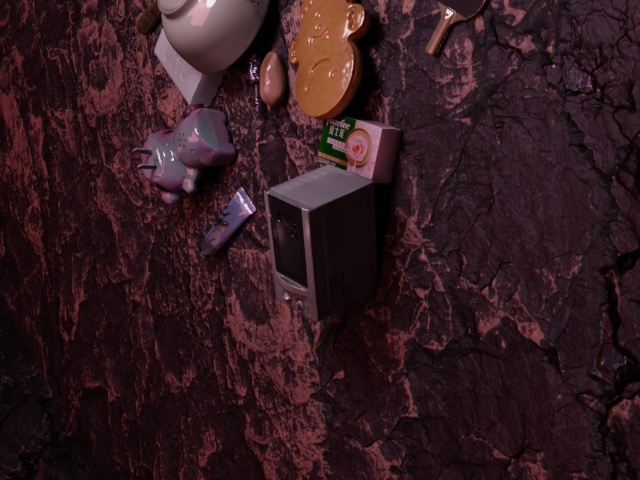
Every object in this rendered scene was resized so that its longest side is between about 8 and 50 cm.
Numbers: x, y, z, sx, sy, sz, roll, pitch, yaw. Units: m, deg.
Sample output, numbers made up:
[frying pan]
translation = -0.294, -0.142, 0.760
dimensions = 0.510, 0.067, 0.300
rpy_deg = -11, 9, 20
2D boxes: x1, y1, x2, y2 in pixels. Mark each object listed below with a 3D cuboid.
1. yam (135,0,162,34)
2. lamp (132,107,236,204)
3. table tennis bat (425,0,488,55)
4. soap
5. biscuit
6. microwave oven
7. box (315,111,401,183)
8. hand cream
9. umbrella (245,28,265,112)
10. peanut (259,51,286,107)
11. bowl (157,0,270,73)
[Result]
[yam]
translation = -0.531, -0.759, 2.294
dimensions = 0.252, 0.061, 0.061
rpy_deg = -23, 78, 46
[lamp]
translation = -0.429, -0.263, 2.118
dimensions = 0.301, 0.247, 0.247
rpy_deg = -27, 78, 37
[table tennis bat]
translation = 0.291, -0.510, 1.486
dimensions = 0.138, 0.022, 0.247
rpy_deg = 45, 124, 33
[soap]
translation = -0.405, -0.558, 2.162
dimensions = 0.265, 0.087, 0.160
rpy_deg = 55, 129, 27
[biscuit]
translation = 0.012, -0.468, 1.705
dimensions = 0.275, 0.052, 0.355
rpy_deg = -10, 72, 47
[microwave oven]
translation = 0.000, 0.000, 1.661
dimensions = 0.181, 0.237, 0.295
rpy_deg = 24, 130, 42
[box]
translation = 0.090, -0.227, 1.688
dimensions = 0.199, 0.081, 0.135
rpy_deg = 25, 112, 40
[hand cream]
translation = -0.290, -0.042, 2.130
dimensions = 0.271, 0.058, 0.091
rpy_deg = -47, 65, 33
[umbrella]
translation = -0.186, -0.483, 1.957
dimensions = 0.071, 0.070, 0.248
rpy_deg = 6, 101, 46
[peanut]
translation = -0.130, -0.437, 1.902
dimensions = 0.076, 0.076, 0.152
rpy_deg = 4, 100, 46
[bowl]
translation = -0.321, -0.659, 1.920
dimensions = 0.353, 0.185, 0.354
rpy_deg = -15, 67, 38
